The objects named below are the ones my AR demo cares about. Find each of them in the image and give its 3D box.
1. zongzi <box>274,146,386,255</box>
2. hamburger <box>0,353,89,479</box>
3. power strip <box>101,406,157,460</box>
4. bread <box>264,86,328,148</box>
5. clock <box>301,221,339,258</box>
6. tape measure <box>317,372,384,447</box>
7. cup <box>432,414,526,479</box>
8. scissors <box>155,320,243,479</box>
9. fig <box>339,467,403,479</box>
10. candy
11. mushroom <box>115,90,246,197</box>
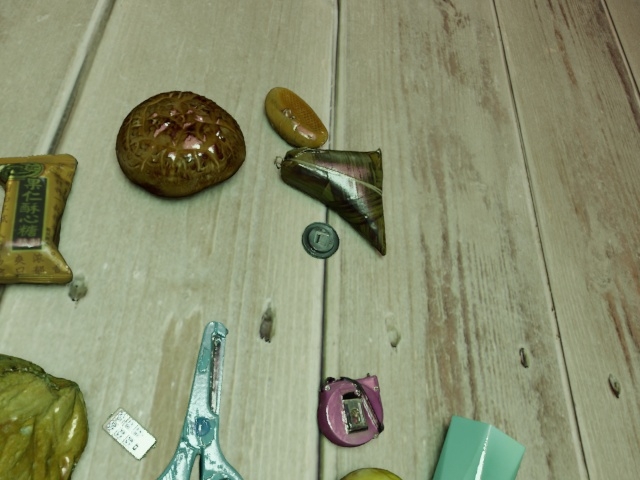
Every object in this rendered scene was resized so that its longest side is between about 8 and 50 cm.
[{"bbox_3d":[0.024,-0.088,0.999,0.247,0.111,0.241,2,70,-12],"label":"zongzi"},{"bbox_3d":[-0.451,0.277,0.575,0.134,0.285,0.265,-2,59,18],"label":"hamburger"},{"bbox_3d":[-0.304,0.308,0.735,0.090,0.016,0.040,40,59,3],"label":"power strip"},{"bbox_3d":[-0.060,-0.279,1.078,0.189,0.077,0.114,52,40,11],"label":"bread"},{"bbox_3d":[0.000,0.000,0.992,0.085,0.017,0.085,8,63,-15],"label":"clock"},{"bbox_3d":[0.053,0.303,0.827,0.118,0.074,0.125,-4,64,-20],"label":"tape measure"},{"bbox_3d":[0.249,0.443,0.794,0.148,0.134,0.236,34,60,3],"label":"cup"},{"bbox_3d":[-0.191,0.323,0.758,0.180,0.032,0.393,10,62,-15],"label":"scissors"},{"bbox_3d":[0.119,0.423,0.692,0.159,0.257,0.159,19,51,-25],"label":"fig"},{"bbox_3d":[-0.504,-0.048,0.799,0.143,0.101,0.271,0,59,-26],"label":"candy"},{"bbox_3d":[-0.276,-0.196,0.923,0.253,0.153,0.253,7,54,-9],"label":"mushroom"}]
